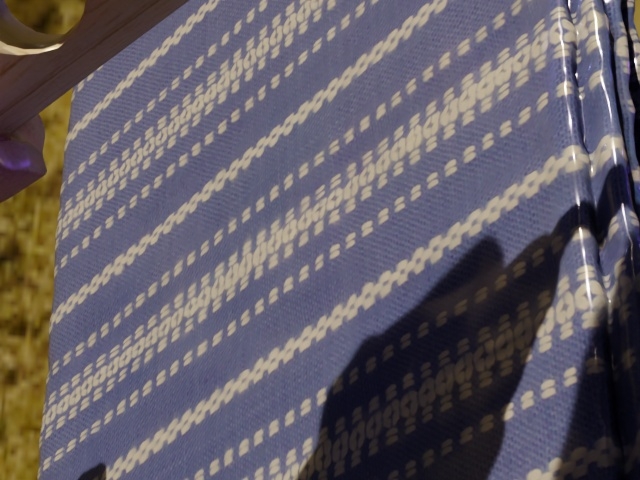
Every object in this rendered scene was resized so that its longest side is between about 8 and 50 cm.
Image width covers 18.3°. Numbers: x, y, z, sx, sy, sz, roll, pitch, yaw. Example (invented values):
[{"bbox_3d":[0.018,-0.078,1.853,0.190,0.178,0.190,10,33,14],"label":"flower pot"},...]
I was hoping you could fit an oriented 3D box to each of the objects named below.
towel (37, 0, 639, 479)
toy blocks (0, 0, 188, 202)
[{"bbox_3d":[0.000,0.000,0.531,0.040,0.243,0.336,25,47,-31],"label":"towel"},{"bbox_3d":[-0.131,-0.132,0.416,0.260,0.309,0.288,-38,93,7],"label":"toy blocks"}]
